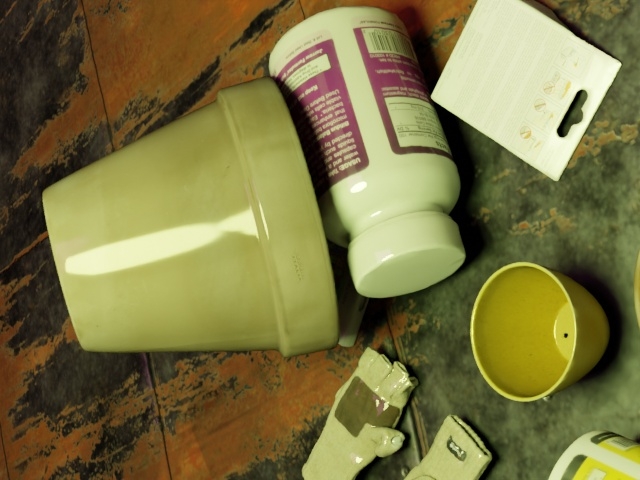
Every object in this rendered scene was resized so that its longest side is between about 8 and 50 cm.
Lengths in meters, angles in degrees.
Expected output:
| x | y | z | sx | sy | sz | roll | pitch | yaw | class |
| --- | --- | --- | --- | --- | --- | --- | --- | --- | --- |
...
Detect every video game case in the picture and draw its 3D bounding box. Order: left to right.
| x | y | z | sx | sy | sz | roll | pitch | yaw | class |
| --- | --- | --- | --- | --- | --- | --- | --- | --- | --- |
| 0.000 | 0.000 | 1.628 | 0.212 | 0.023 | 0.193 | 35 | 113 | 46 | video game case |

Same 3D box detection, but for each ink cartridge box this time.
| x | y | z | sx | sy | sz | roll | pitch | yaw | class |
| --- | --- | --- | --- | --- | --- | --- | --- | --- | --- |
| 0.220 | -0.170 | 1.379 | 0.179 | 0.045 | 0.145 | 37 | 116 | 25 | ink cartridge box |

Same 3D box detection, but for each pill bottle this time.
| x | y | z | sx | sy | sz | roll | pitch | yaw | class |
| --- | --- | --- | --- | --- | --- | --- | --- | --- | --- |
| 0.057 | -0.096 | 1.453 | 0.169 | 0.169 | 0.301 | -38 | 58 | 42 | pill bottle |
| 0.312 | 0.256 | 1.160 | 0.208 | 0.119 | 0.119 | 20 | 103 | 50 | pill bottle |

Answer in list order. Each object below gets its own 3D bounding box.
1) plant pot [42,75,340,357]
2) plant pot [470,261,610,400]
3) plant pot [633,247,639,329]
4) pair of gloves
| x | y | z | sx | sy | sz | roll | pitch | yaw | class |
| --- | --- | --- | --- | --- | --- | --- | --- | --- | --- |
| -0.153 | 0.003 | 1.474 | 0.323 | 0.281 | 0.323 | 165 | 90 | -82 | plant pot |
| 0.229 | 0.090 | 1.290 | 0.134 | 0.095 | 0.134 | -5 | 84 | 49 | plant pot |
| 0.372 | 0.043 | 1.172 | 0.236 | 0.032 | 0.236 | -7 | 81 | 50 | plant pot |
| 0.085 | 0.254 | 1.494 | 0.240 | 0.042 | 0.204 | 39 | 113 | 42 | pair of gloves |
